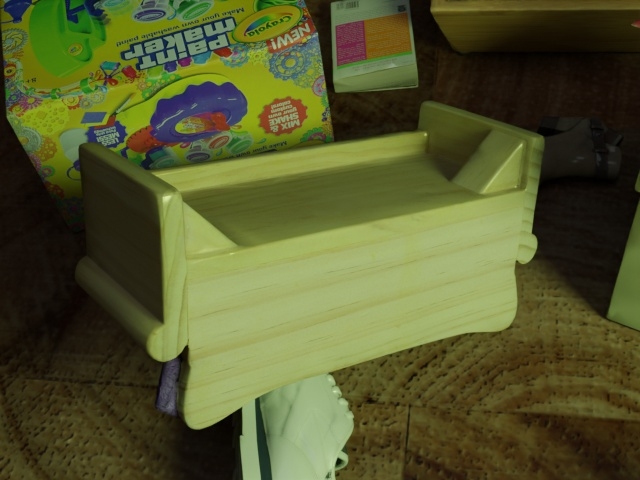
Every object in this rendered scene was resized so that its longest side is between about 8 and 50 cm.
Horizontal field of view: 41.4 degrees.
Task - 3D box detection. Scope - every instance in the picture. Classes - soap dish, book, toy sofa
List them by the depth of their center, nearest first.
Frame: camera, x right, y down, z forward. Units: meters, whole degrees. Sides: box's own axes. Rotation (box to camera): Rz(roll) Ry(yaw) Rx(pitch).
[{"bbox_3d":[0.000,0.000,0.684,0.363,0.177,0.150,-13,26,-32],"label":"toy sofa"},{"bbox_3d":[0.277,-0.314,0.964,0.291,0.118,0.228,2,53,9],"label":"soap dish"},{"bbox_3d":[0.060,-0.234,0.987,0.096,0.035,0.144,-6,51,7],"label":"book"}]

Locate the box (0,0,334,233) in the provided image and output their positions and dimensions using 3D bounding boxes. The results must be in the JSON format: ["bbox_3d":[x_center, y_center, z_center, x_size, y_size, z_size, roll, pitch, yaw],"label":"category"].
[{"bbox_3d":[-0.164,-0.197,0.899,0.290,0.177,0.279,-16,53,-5],"label":"box"}]

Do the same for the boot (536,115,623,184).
[{"bbox_3d":[0.250,-0.078,0.835,0.087,0.042,0.118,19,64,12],"label":"boot"}]

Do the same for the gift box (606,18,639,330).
[{"bbox_3d":[0.357,-0.049,0.658,0.277,0.258,0.255,17,56,18],"label":"gift box"}]

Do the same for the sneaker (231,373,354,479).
[{"bbox_3d":[-0.024,0.131,0.693,0.095,0.090,0.235,2,54,-9],"label":"sneaker"}]
